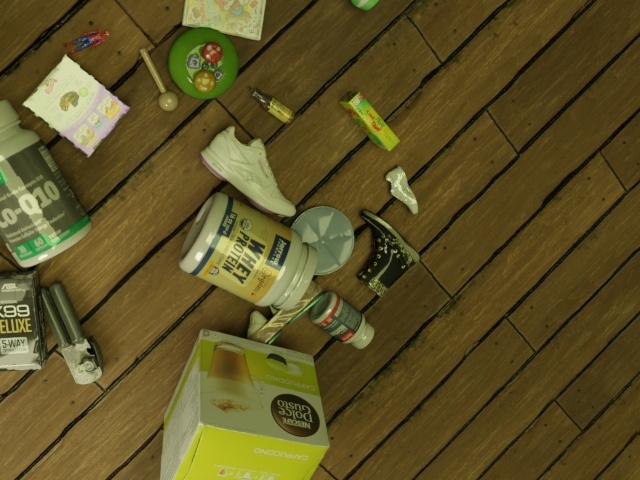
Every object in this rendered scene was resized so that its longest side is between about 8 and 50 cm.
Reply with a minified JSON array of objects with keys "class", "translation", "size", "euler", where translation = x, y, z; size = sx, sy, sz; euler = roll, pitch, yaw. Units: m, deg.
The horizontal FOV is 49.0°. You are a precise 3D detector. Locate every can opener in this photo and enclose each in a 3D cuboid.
[{"class":"can opener","translation":[-0.656,0.245,1.858],"size":[0.075,0.095,0.284],"euler":[-21,97,3]}]

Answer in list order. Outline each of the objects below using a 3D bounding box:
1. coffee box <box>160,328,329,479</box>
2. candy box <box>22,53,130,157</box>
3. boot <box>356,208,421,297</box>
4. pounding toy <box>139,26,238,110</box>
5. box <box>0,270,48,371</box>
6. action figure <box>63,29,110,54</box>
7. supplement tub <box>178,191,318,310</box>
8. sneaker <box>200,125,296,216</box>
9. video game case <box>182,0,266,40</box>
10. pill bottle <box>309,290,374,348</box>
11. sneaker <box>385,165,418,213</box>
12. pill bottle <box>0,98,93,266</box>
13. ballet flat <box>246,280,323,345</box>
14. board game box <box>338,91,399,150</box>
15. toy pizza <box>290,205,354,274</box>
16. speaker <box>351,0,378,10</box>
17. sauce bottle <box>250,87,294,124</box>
[{"class":"coffee box","translation":[-0.211,0.498,1.851],"size":[0.337,0.334,0.338],"euler":[16,120,-19]},{"class":"candy box","translation":[-0.602,-0.333,1.739],"size":[0.196,0.070,0.165],"euler":[41,88,-21]},{"class":"boot","translation":[0.163,0.040,2.054],"size":[0.236,0.085,0.179],"euler":[42,90,-21]},{"class":"pounding toy","translation":[-0.313,-0.433,1.774],"size":[0.236,0.110,0.183],"euler":[-22,115,-10]},{"class":"box","translation":[-0.854,0.206,1.753],"size":[0.307,0.076,0.243],"euler":[-2,103,-7]},{"class":"action figure","translation":[-0.574,-0.494,1.736],"size":[0.115,0.030,0.038],"euler":[-27,103,-12]},{"class":"supplement tub","translation":[-0.188,0.037,1.860],"size":[0.316,0.228,0.228],"euler":[27,93,-18]},{"class":"sneaker","translation":[-0.168,-0.180,1.884],"size":[0.305,0.114,0.152],"euler":[39,90,-21]},{"class":"video game case","translation":[-0.239,-0.649,1.807],"size":[0.206,0.026,0.227],"euler":[6,100,-18]},{"class":"pill bottle","translation":[0.067,0.238,2.054],"size":[0.180,0.108,0.108],"euler":[37,89,-21]},{"class":"sneaker","translation":[0.239,-0.141,2.059],"size":[0.061,0.054,0.152],"euler":[-28,103,0]},{"class":"pill bottle","translation":[-0.723,-0.136,1.674],"size":[0.204,0.204,0.361],"euler":[-31,109,-9]},{"class":"ballet flat","translation":[-0.134,0.219,2.005],"size":[0.316,0.107,0.106],"euler":[-43,91,-10]},{"class":"board game box","translation":[0.136,-0.333,1.958],"size":[0.043,0.092,0.181],"euler":[-45,111,-3]},{"class":"toy pizza","translation":[0.000,0.000,2.022],"size":[0.201,0.032,0.202],"euler":[-4,102,-17]},{"class":"speaker","translation":[0.038,-0.733,1.820],"size":[0.296,0.131,0.131],"euler":[33,91,-21]},{"class":"sauce bottle","translation":[-0.130,-0.363,1.895],"size":[0.128,0.042,0.042],"euler":[31,91,-22]}]
